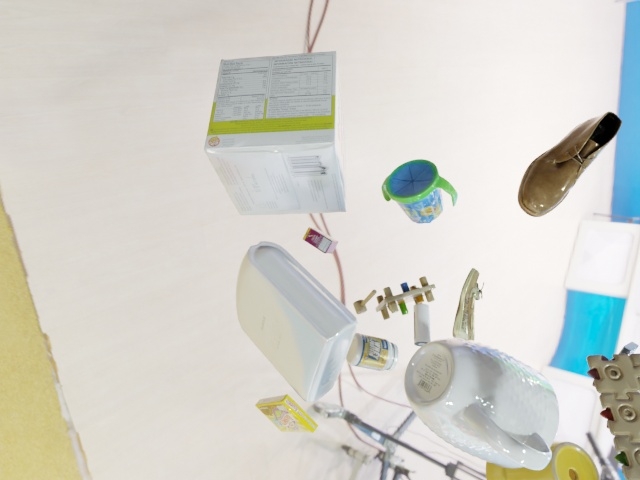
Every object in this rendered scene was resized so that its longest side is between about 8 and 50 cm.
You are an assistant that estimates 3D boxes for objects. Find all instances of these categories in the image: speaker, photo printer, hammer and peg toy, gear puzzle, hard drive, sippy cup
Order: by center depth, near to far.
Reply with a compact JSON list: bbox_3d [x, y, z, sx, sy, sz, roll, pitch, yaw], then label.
[{"bbox_3d":[0.622,0.369,0.876,0.044,0.175,0.339,72,16,-50],"label":"gear puzzle"},{"bbox_3d":[-0.074,0.166,1.043,0.107,0.307,0.256,-25,145,-36],"label":"photo printer"},{"bbox_3d":[0.842,0.352,1.353,0.094,0.022,0.135,-1,119,-44],"label":"hard drive"},{"bbox_3d":[0.340,0.281,1.601,0.055,0.055,0.136,35,50,-44],"label":"speaker"},{"bbox_3d":[0.434,-0.198,2.105,0.240,0.305,0.224,-36,132,2],"label":"sippy cup"},{"bbox_3d":[0.353,0.293,2.283,0.361,0.266,0.127,-15,73,-10],"label":"hammer and peg toy"}]

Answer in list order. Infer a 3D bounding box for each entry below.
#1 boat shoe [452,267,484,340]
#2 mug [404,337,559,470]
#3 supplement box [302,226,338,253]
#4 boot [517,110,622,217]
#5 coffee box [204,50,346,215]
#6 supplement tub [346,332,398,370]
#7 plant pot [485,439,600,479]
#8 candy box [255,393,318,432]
[{"bbox_3d":[0.592,0.251,1.884,0.104,0.089,0.285,11,92,-68],"label":"boat shoe"},{"bbox_3d":[0.401,0.410,1.178,0.328,0.374,0.276,30,98,-24],"label":"mug"},{"bbox_3d":[0.000,0.000,1.364,0.043,0.083,0.055,-61,160,9],"label":"supplement box"},{"bbox_3d":[0.571,-0.183,1.102,0.305,0.112,0.115,-47,174,-10],"label":"boot"},{"bbox_3d":[-0.103,-0.301,1.400,0.337,0.338,0.334,75,14,-61],"label":"coffee box"},{"bbox_3d":[0.227,0.494,2.106,0.200,0.144,0.144,15,86,-15],"label":"supplement tub"},{"bbox_3d":[0.661,0.694,1.403,0.254,0.239,0.254,10,58,-16],"label":"plant pot"},{"bbox_3d":[-0.087,0.426,1.172,0.105,0.206,0.027,44,58,-4],"label":"candy box"}]
